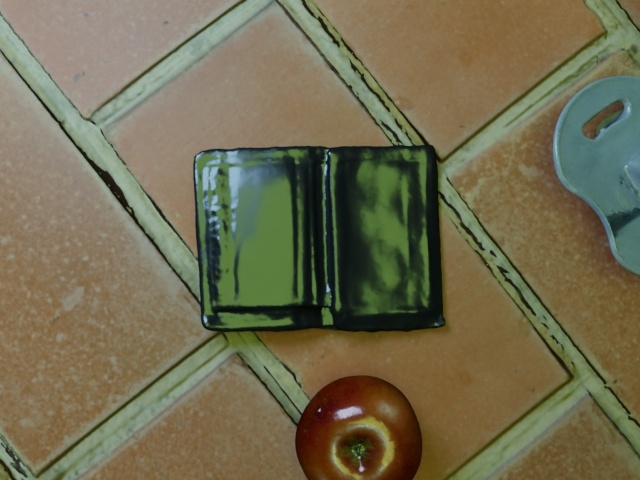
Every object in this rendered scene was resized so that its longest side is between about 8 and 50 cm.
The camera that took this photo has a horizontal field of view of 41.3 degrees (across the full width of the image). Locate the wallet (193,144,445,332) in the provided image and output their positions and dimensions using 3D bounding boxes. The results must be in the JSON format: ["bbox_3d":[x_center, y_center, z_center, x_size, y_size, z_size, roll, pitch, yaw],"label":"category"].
[{"bbox_3d":[0.000,0.000,1.104,0.322,0.041,0.247,-2,88,-6],"label":"wallet"}]

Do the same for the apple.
[{"bbox_3d":[0.048,0.247,1.046,0.163,0.139,0.164,0,89,-4],"label":"apple"}]

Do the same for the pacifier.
[{"bbox_3d":[0.431,-0.092,1.043,0.227,0.207,0.279,-36,89,-8],"label":"pacifier"}]
